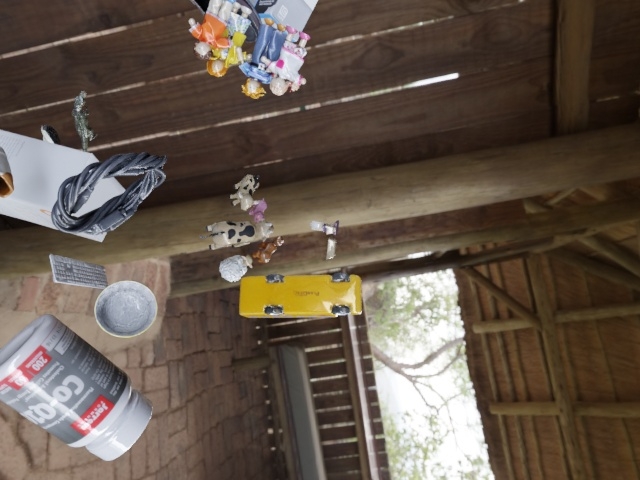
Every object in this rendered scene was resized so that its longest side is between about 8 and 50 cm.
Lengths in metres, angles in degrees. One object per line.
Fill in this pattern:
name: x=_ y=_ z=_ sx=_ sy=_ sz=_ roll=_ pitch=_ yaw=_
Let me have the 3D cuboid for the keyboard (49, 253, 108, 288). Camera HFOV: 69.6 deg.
keyboard: x=-0.649 y=0.089 z=1.252 sx=0.256 sy=0.014 sz=0.072 roll=73 pitch=4 yaw=-79

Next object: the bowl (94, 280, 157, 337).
bowl: x=-0.582 y=0.212 z=1.378 sx=0.080 sy=0.170 sz=0.170 roll=138 pitch=-51 yaw=-57

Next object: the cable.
cable: x=-0.313 y=-0.080 z=0.694 sx=0.047 sy=0.184 sz=0.150 roll=49 pitch=-9 yaw=12

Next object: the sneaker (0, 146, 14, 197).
sneaker: x=-0.691 y=-0.128 z=0.829 sx=0.123 sy=0.106 sz=0.290 roll=62 pitch=20 yaw=7

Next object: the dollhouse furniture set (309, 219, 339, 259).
dollhouse furniture set: x=0.000 y=0.000 z=1.311 sx=0.091 sy=0.081 sz=0.114 roll=-47 pitch=144 yaw=-70

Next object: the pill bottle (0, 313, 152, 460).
pill bottle: x=-0.476 y=0.291 z=0.891 sx=0.283 sy=0.161 sz=0.161 roll=51 pitch=19 yaw=-24

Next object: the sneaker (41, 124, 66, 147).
sneaker: x=-0.908 y=-0.318 z=1.539 sx=0.161 sy=0.076 sz=0.057 roll=95 pitch=-15 yaw=-63

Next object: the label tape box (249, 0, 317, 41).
label tape box: x=-0.094 y=-0.714 z=1.233 sx=0.115 sy=0.249 sz=0.347 roll=27 pitch=88 yaw=-46

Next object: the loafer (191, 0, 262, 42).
loafer: x=-0.251 y=-0.548 z=1.058 sx=0.302 sy=0.109 sz=0.095 roll=32 pitch=62 yaw=-53

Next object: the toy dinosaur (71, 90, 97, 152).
toy dinosaur: x=-0.801 y=-0.378 z=1.563 sx=0.118 sy=0.064 sz=0.268 roll=-126 pitch=-147 yaw=-53

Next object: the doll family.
doll family: x=-0.152 y=-0.401 z=0.992 sx=0.118 sy=0.263 sz=0.163 roll=-105 pitch=-141 yaw=-72

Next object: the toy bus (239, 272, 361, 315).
toy bus: x=-0.053 y=0.156 z=1.266 sx=0.130 sy=0.333 sz=0.108 roll=68 pitch=22 yaw=-72

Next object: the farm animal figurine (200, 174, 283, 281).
farm animal figurine: x=-0.264 y=-0.057 z=1.653 sx=0.327 sy=0.172 sz=0.330 roll=-30 pitch=101 yaw=-43

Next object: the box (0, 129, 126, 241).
box: x=-0.737 y=-0.147 z=1.200 sx=0.215 sy=0.346 sz=0.168 roll=90 pitch=16 yaw=-70
